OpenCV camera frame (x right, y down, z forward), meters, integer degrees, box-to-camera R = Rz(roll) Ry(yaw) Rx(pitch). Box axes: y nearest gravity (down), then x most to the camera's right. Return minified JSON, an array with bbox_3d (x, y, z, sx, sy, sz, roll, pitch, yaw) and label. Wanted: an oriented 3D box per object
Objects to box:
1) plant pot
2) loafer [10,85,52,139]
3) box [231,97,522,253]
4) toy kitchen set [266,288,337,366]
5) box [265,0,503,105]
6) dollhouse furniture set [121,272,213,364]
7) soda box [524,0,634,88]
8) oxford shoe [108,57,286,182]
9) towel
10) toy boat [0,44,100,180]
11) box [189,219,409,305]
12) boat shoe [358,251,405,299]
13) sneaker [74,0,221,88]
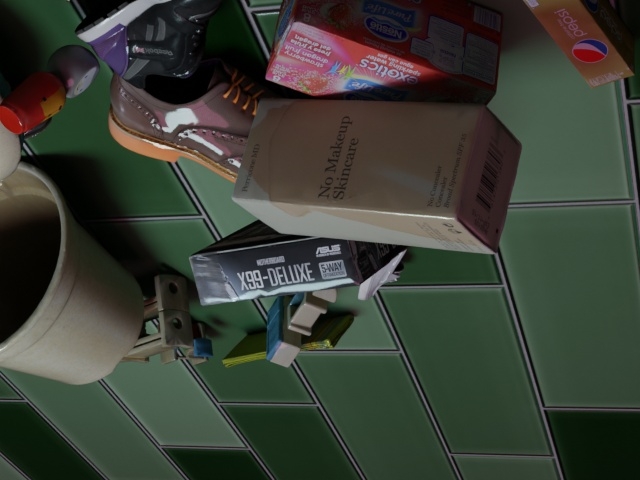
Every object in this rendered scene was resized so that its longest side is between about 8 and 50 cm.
[{"bbox_3d":[-0.454,0.084,2.003,0.334,0.334,0.305,-7,156,25],"label":"plant pot"},{"bbox_3d":[-0.470,-0.171,1.809,0.220,0.080,0.078,-10,175,27],"label":"loafer"},{"bbox_3d":[0.064,-0.080,1.484,0.311,0.148,0.121,4,163,33],"label":"box"},{"bbox_3d":[-0.080,0.078,2.068,0.166,0.122,0.207,22,126,-17],"label":"toy kitchen set"},{"bbox_3d":[0.077,-0.231,1.496,0.257,0.128,0.122,17,147,-12],"label":"box"},{"bbox_3d":[-0.252,0.141,2.201,0.129,0.129,0.184,-20,161,38],"label":"dollhouse furniture set"},{"bbox_3d":[0.301,-0.258,1.452,0.058,0.061,0.181,-16,139,34],"label":"soda box"},{"bbox_3d":[-0.106,-0.160,1.665,0.364,0.130,0.133,10,142,0],"label":"oxford shoe"},{"bbox_3d":[-0.057,0.177,2.205,0.237,0.102,0.021,-14,107,33],"label":"towel"},{"bbox_3d":[-0.429,-0.198,1.637,0.318,0.148,0.267,7,132,40],"label":"toy boat"},{"bbox_3d":[0.000,0.000,1.742,0.242,0.307,0.076,-8,101,28],"label":"box"},{"bbox_3d":[0.101,0.038,1.978,0.063,0.066,0.184,13,138,-3],"label":"boat shoe"},{"bbox_3d":[-0.165,-0.266,1.514,0.283,0.107,0.124,-13,125,46],"label":"sneaker"}]
